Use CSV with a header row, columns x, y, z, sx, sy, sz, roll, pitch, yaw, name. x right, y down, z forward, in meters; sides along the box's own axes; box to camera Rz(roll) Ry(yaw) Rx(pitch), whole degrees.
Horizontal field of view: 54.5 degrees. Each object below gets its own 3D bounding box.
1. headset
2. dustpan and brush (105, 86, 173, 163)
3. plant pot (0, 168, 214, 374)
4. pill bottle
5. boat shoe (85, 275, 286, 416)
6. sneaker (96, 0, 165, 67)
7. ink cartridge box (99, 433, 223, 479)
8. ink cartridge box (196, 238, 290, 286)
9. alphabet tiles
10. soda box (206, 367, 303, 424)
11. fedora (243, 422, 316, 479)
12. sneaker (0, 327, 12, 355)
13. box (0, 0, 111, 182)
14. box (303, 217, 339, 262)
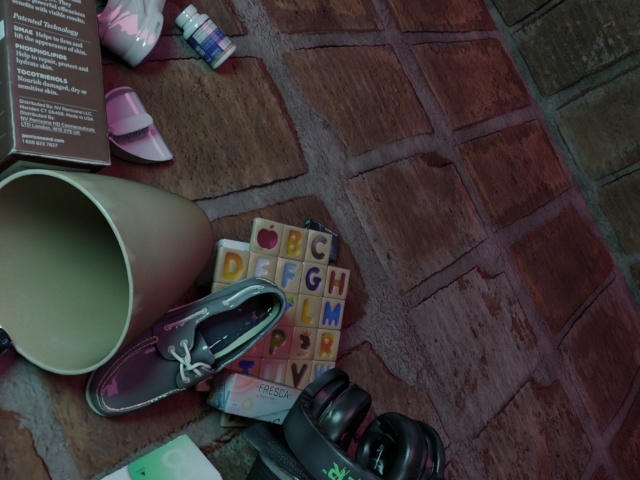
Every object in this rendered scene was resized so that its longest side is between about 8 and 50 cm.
x,y,z,sx,sy,sz,roll,pitch,yaw,name
0.052,0.317,0.933,0.243,0.185,0.394,33,5,1,headset
-0.339,-0.181,1.025,0.211,0.060,0.147,-33,94,-48,dustpan and brush
-0.277,0.019,0.876,0.257,0.256,0.274,64,26,2,plant pot
-0.231,-0.408,1.244,0.120,0.067,0.067,45,45,-18,pill bottle
-0.187,0.150,0.903,0.319,0.099,0.116,-30,101,-23,boat shoe
-0.348,-0.468,1.125,0.152,0.114,0.305,24,54,-36,sneaker
-0.187,0.381,0.809,0.224,0.056,0.181,37,33,28,ink cartridge box
-0.135,0.047,1.079,0.135,0.099,0.056,11,63,-40,ink cartridge box
-0.070,0.143,1.060,0.285,0.011,0.343,13,84,-40,alphabet tiles
-0.090,0.257,1.005,0.183,0.058,0.063,26,76,-38,soda box
-0.010,0.425,0.932,0.334,0.334,0.152,40,80,-22,fedora
-0.420,0.172,0.750,0.121,0.079,0.217,-23,85,-46,sneaker
-0.411,-0.265,0.864,0.143,0.191,0.382,4,73,-48,box
0.000,0.000,1.295,0.083,0.018,0.067,32,50,-29,box
